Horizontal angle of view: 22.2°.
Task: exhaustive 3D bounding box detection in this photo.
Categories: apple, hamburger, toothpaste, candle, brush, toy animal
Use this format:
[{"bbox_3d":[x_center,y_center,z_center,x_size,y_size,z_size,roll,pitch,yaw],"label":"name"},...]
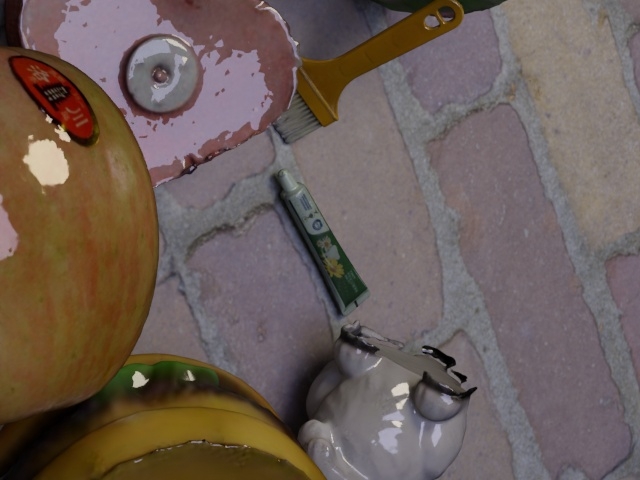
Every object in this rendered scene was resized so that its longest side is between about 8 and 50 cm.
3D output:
[{"bbox_3d":[-0.338,0.004,1.532,0.391,0.391,0.347,-8,85,-33],"label":"apple"},{"bbox_3d":[-0.168,0.304,1.700,0.395,0.277,0.396,-7,112,-19],"label":"hamburger"},{"bbox_3d":[0.000,0.000,1.964,0.049,0.031,0.204,-40,115,-23],"label":"toothpaste"},{"bbox_3d":[-0.199,-0.174,1.770,0.317,0.131,0.287,19,89,-23],"label":"candle"},{"bbox_3d":[0.045,-0.207,1.876,0.103,0.272,0.013,53,25,-24],"label":"brush"},{"bbox_3d":[0.041,0.289,1.939,0.258,0.194,0.357,16,101,-57],"label":"toy animal"}]

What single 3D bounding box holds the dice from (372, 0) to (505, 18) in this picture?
[{"bbox_3d":[0.119,-0.457,1.841,0.330,0.322,0.318,31,76,-30],"label":"dice"}]
